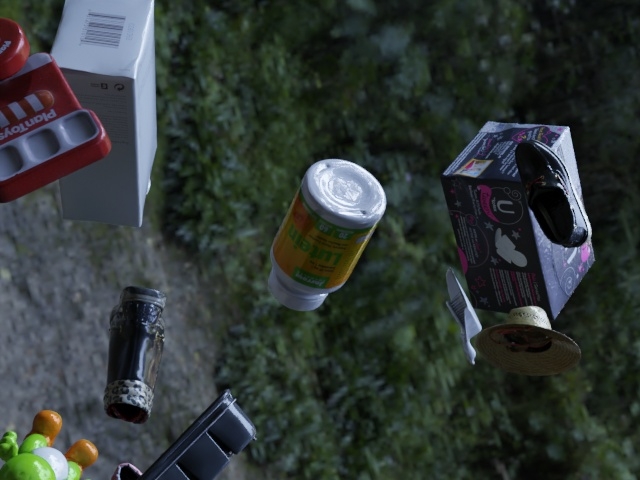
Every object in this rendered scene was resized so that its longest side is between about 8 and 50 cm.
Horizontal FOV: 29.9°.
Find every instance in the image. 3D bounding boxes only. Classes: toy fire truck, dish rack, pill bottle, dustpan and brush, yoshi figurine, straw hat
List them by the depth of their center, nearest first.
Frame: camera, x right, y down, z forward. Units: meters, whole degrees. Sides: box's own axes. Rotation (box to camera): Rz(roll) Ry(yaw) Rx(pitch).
[{"bbox_3d":[-0.176,0.290,1.509,0.074,0.208,0.271,46,-13,0],"label":"dish rack"},{"bbox_3d":[0.277,0.120,1.594,0.144,0.144,0.061,87,11,-57],"label":"straw hat"},{"bbox_3d":[-0.469,-0.146,1.654,0.254,0.302,0.169,54,-16,35],"label":"toy fire truck"},{"bbox_3d":[0.000,0.000,1.912,0.245,0.136,0.136,-63,-143,43],"label":"pill bottle"},{"bbox_3d":[-0.558,0.463,2.397,0.362,0.204,0.203,-66,149,-71],"label":"yoshi figurine"},{"bbox_3d":[0.303,0.178,2.518,0.211,0.060,0.147,59,8,-32],"label":"dustpan and brush"}]

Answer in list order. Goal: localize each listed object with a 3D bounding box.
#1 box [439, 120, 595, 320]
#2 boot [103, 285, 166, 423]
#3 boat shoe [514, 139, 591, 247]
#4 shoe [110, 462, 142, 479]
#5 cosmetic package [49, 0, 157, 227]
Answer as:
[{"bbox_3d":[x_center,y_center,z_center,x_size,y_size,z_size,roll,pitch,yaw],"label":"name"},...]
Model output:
[{"bbox_3d":[0.298,-0.031,1.771,0.142,0.163,0.247,9,-50,36],"label":"box"},{"bbox_3d":[-0.277,0.183,1.752,0.236,0.085,0.178,117,-20,-65],"label":"boot"},{"bbox_3d":[0.240,-0.052,1.266,0.049,0.042,0.133,-38,-116,32],"label":"boat shoe"},{"bbox_3d":[-0.313,0.470,2.063,0.178,0.063,0.081,64,-20,16],"label":"shoe"},{"bbox_3d":[-0.377,-0.226,2.112,0.385,0.156,0.217,100,-4,-49],"label":"cosmetic package"}]
